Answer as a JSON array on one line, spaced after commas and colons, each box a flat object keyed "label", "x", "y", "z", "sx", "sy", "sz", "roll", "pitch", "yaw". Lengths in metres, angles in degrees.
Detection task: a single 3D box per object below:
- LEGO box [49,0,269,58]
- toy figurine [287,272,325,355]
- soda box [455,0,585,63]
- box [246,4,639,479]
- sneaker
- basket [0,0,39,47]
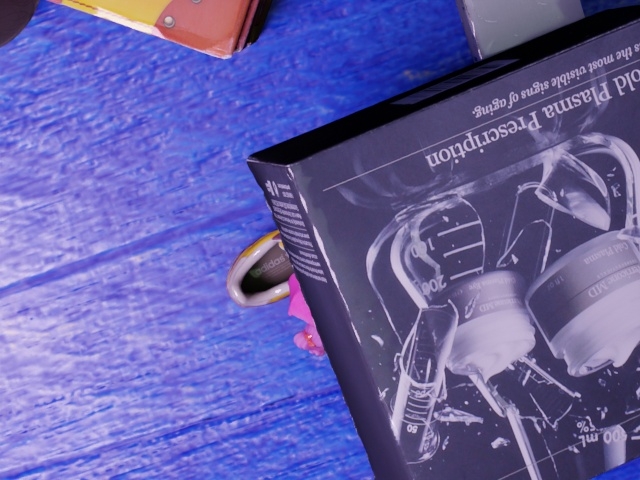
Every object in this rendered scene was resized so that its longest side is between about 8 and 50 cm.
[{"label": "LEGO box", "x": -0.066, "y": -0.406, "z": 1.390, "sx": 0.193, "sy": 0.372, "sz": 0.500, "roll": 19, "pitch": 97, "yaw": -2}, {"label": "toy figurine", "x": 0.040, "y": 0.067, "z": 1.558, "sx": 0.159, "sy": 0.130, "sz": 0.173, "roll": 14, "pitch": 124, "yaw": -26}, {"label": "soda box", "x": 0.201, "y": -0.102, "z": 1.572, "sx": 0.098, "sy": 0.091, "sz": 0.286, "roll": -18, "pitch": 97, "yaw": 2}, {"label": "box", "x": 0.166, "y": 0.017, "z": 1.426, "sx": 0.343, "sy": 0.179, "sz": 0.312, "roll": -24, "pitch": 99, "yaw": -10}, {"label": "sneaker", "x": 0.000, "y": 0.000, "z": 1.589, "sx": 0.185, "sy": 0.084, "sz": 0.069, "roll": -38, "pitch": 96, "yaw": 5}, {"label": "basket", "x": -0.323, "y": -0.239, "z": 1.440, "sx": 0.154, "sy": 0.227, "sz": 0.204, "roll": -16, "pitch": 99, "yaw": 8}]
